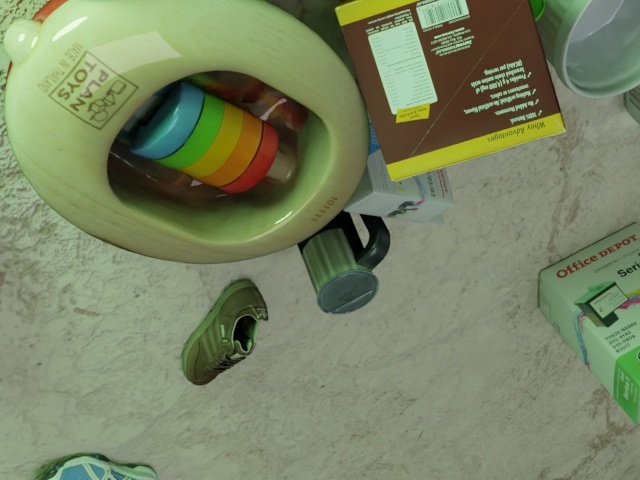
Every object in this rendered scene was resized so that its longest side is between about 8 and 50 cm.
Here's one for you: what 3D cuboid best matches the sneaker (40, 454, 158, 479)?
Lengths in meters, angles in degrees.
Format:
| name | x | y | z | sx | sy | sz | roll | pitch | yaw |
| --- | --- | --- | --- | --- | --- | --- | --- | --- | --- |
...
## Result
| name | x | y | z | sx | sy | sz | roll | pitch | yaw |
| --- | --- | --- | --- | --- | --- | --- | --- | --- | --- |
| sneaker | -0.313 | 0.369 | 1.587 | 0.211 | 0.081 | 0.080 | 15 | 123 | -42 |

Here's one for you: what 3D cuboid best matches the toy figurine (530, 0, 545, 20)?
| name | x | y | z | sx | sy | sz | roll | pitch | yaw |
| --- | --- | --- | --- | --- | --- | --- | --- | --- | --- |
| toy figurine | 0.205 | -0.213 | 1.339 | 0.173 | 0.130 | 0.159 | -58 | 167 | -18 |

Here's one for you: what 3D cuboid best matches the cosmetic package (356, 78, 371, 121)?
| name | x | y | z | sx | sy | sz | roll | pitch | yaw |
| --- | --- | --- | --- | --- | --- | --- | --- | --- | --- |
| cosmetic package | 0.081 | -0.200 | 1.297 | 0.060 | 0.041 | 0.115 | -7 | 134 | -30 |

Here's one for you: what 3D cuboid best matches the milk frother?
| name | x | y | z | sx | sy | sz | roll | pitch | yaw |
| --- | --- | --- | --- | --- | --- | --- | --- | --- | --- |
| milk frother | 0.000 | 0.000 | 1.371 | 0.143 | 0.134 | 0.129 | 7 | 132 | -31 |

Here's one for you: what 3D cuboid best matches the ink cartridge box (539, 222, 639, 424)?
| name | x | y | z | sx | sy | sz | roll | pitch | yaw |
| --- | --- | --- | --- | --- | --- | --- | --- | --- | --- |
| ink cartridge box | 0.514 | 0.128 | 1.766 | 0.201 | 0.278 | 0.117 | -26 | 138 | -10 |

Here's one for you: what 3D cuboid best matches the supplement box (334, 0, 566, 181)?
| name | x | y | z | sx | sy | sz | roll | pitch | yaw |
| --- | --- | --- | --- | --- | --- | --- | --- | --- | --- |
| supplement box | 0.140 | -0.192 | 1.162 | 0.191 | 0.129 | 0.194 | -16 | 106 | 11 |

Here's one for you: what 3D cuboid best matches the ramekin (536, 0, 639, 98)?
| name | x | y | z | sx | sy | sz | roll | pitch | yaw |
| --- | --- | --- | --- | --- | --- | --- | --- | --- | --- |
| ramekin | 0.356 | -0.289 | 1.345 | 0.207 | 0.109 | 0.207 | -19 | 139 | -17 |

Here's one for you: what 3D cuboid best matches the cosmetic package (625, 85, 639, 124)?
| name | x | y | z | sx | sy | sz | roll | pitch | yaw |
| --- | --- | --- | --- | --- | --- | --- | --- | --- | --- |
| cosmetic package | 0.549 | -0.253 | 1.542 | 0.231 | 0.085 | 0.117 | -28 | 142 | -5 |

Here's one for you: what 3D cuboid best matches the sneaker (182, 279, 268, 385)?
| name | x | y | z | sx | sy | sz | roll | pitch | yaw |
| --- | --- | --- | --- | --- | --- | --- | --- | --- | --- |
| sneaker | -0.131 | 0.143 | 1.485 | 0.066 | 0.071 | 0.188 | 3 | 129 | -38 |

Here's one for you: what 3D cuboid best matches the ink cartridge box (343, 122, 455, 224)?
| name | x | y | z | sx | sy | sz | roll | pitch | yaw |
| --- | --- | --- | --- | --- | --- | --- | --- | --- | --- |
| ink cartridge box | 0.103 | -0.084 | 1.374 | 0.181 | 0.104 | 0.061 | 7 | 153 | -40 |

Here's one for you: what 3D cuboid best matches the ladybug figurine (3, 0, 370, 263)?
| name | x | y | z | sx | sy | sz | roll | pitch | yaw |
| --- | --- | --- | --- | --- | --- | --- | --- | --- | --- |
| ladybug figurine | -0.137 | -0.132 | 1.115 | 0.305 | 0.162 | 0.449 | -44 | 141 | 14 |
